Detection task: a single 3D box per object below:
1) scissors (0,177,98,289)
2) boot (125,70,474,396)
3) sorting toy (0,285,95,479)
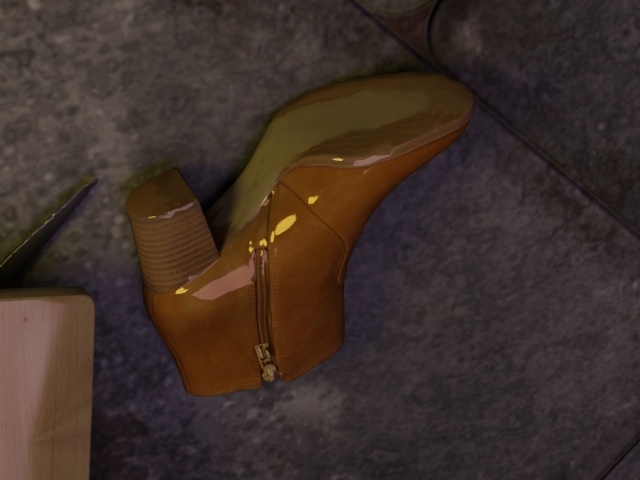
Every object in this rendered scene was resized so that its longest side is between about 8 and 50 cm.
[{"bbox_3d":[-0.274,0.066,1.413,0.297,0.021,0.109,-34,124,-3],"label":"scissors"},{"bbox_3d":[0.000,0.001,1.452,0.295,0.104,0.211,-22,131,-4],"label":"boot"},{"bbox_3d":[-0.307,0.153,1.366,0.255,0.089,0.257,-2,107,-20],"label":"sorting toy"}]
